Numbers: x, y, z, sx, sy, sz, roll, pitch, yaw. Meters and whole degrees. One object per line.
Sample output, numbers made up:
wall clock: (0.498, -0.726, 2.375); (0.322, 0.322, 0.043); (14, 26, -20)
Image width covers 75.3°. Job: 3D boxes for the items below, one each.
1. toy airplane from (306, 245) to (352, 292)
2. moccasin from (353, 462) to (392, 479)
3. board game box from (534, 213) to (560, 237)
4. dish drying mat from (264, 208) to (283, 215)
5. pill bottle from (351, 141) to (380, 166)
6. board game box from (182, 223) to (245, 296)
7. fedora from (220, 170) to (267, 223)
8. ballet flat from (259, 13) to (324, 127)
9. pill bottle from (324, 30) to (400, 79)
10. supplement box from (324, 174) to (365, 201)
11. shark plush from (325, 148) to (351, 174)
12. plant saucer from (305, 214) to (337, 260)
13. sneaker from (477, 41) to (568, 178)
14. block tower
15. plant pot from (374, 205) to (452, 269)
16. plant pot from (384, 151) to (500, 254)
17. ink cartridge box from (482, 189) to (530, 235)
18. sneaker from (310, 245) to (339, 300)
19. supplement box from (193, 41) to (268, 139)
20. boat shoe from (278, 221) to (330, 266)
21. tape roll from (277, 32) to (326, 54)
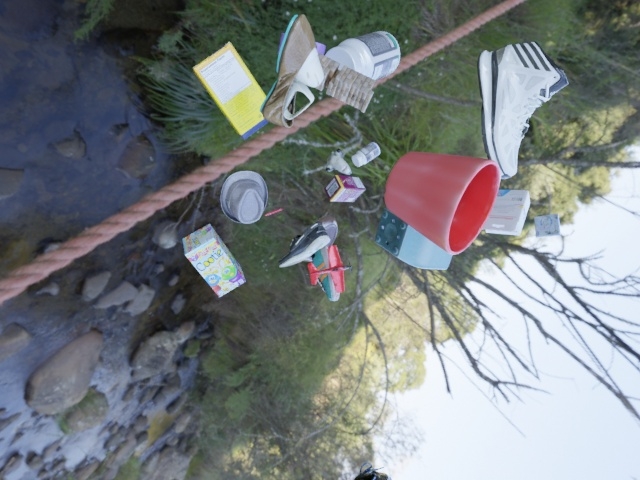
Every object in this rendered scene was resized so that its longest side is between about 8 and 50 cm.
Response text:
toy airplane: (0.024, 0.091, 1.282); (0.151, 0.151, 0.028); (-56, 171, 9)
moccasin: (0.161, 0.787, 1.327); (0.138, 0.116, 0.342); (-57, 168, -19)
board game box: (0.935, -0.060, 1.710); (0.020, 0.090, 0.090); (18, 71, -47)
dish drying mat: (-0.208, -0.126, 1.845); (0.083, 0.008, 0.032); (-17, 177, 22)
pill bottle: (0.232, -0.440, 2.130); (0.137, 0.078, 0.078); (-36, 163, -15)
board game box: (-0.472, 0.090, 1.849); (0.142, 0.144, 0.275); (-31, 126, -4)
fedora: (-0.364, -0.194, 2.060); (0.243, 0.124, 0.276); (-2, 119, -28)
ballet flat: (-0.064, -0.417, 1.090); (0.116, 0.124, 0.342); (-58, -176, -35)
pill bottle: (0.183, -0.794, 1.837); (0.361, 0.204, 0.204); (-37, 160, -41)
supplement box: (0.061, -0.128, 1.028); (0.083, 0.043, 0.055); (-2, 147, -41)
shark plush: (0.050, -0.230, 1.267); (0.073, 0.067, 0.161); (-62, -165, 2)
plant saucer: (0.000, 0.000, 2.318); (0.310, 0.050, 0.311); (-41, 151, -28)
sneaker: (0.691, -0.439, 1.401); (0.169, 0.257, 0.448); (-27, 109, -51)
block tower: (0.047, -0.620, 1.583); (0.097, 0.335, 0.091); (-61, 178, -29)
plant pot: (0.362, -0.038, 1.619); (0.252, 0.248, 0.247); (-3, 117, -35)
plant pot: (0.337, -0.131, 1.201); (0.275, 0.243, 0.275); (-30, 134, -36)
ink cartridge box: (0.580, -0.077, 1.301); (0.181, 0.104, 0.062); (-57, 136, -30)
sneaker: (0.014, 0.177, 2.104); (0.121, 0.302, 0.108); (-21, 149, 15)
supplement box: (-0.381, -0.661, 1.859); (0.194, 0.357, 0.195); (-36, -156, -3)
boat shoe: (-0.065, 0.021, 1.425); (0.233, 0.079, 0.084); (-37, 160, 33)
tape roll: (-0.077, -0.781, 1.699); (0.189, 0.188, 0.080); (-31, 140, -63)
